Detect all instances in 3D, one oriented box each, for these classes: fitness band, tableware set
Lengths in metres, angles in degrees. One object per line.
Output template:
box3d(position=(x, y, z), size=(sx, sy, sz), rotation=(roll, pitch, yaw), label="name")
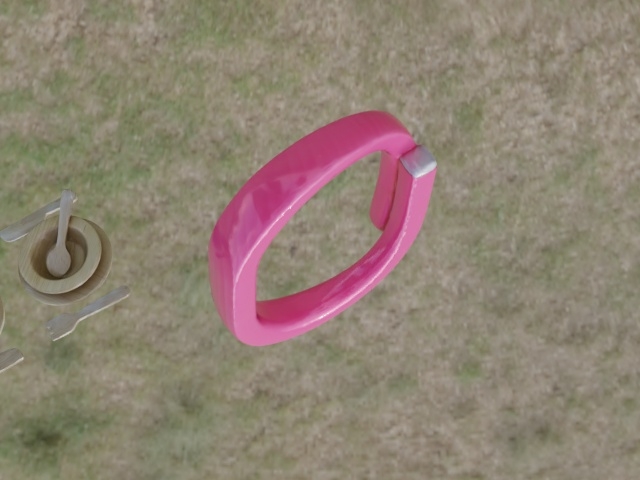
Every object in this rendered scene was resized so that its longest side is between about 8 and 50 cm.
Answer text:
box3d(position=(0.000, 0.000, 0.919), size=(0.209, 0.054, 0.291), rotation=(-31, 157, -18), label="fitness band")
box3d(position=(-0.277, 0.038, 0.912), size=(0.194, 0.128, 0.039), rotation=(-31, 156, -8), label="tableware set")
